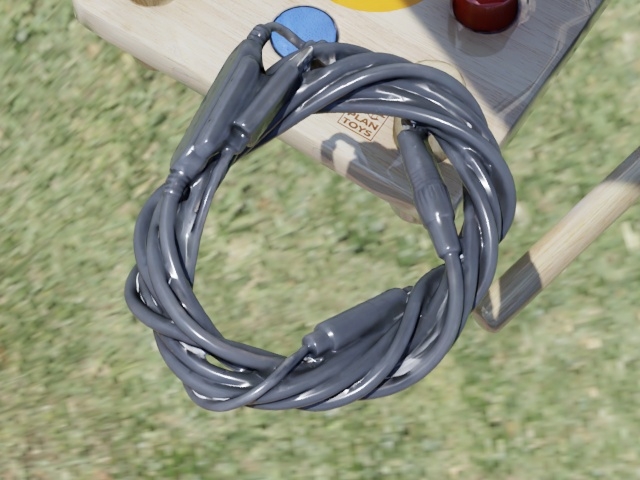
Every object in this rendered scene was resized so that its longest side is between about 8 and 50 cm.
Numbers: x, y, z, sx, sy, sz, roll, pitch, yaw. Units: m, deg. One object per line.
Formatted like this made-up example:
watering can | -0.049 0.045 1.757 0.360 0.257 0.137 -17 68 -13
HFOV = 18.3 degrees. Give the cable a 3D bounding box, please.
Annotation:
cable | 0.000 0.000 0.860 0.150 0.047 0.184 27 67 -4

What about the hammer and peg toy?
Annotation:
hammer and peg toy | 0.072 -0.131 1.109 0.361 0.127 0.266 31 66 14
